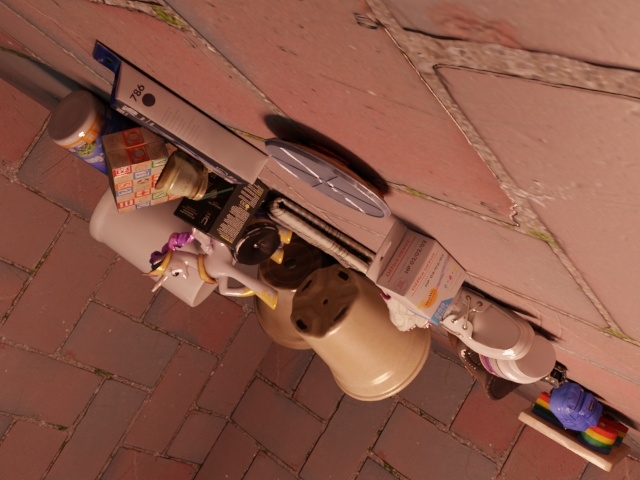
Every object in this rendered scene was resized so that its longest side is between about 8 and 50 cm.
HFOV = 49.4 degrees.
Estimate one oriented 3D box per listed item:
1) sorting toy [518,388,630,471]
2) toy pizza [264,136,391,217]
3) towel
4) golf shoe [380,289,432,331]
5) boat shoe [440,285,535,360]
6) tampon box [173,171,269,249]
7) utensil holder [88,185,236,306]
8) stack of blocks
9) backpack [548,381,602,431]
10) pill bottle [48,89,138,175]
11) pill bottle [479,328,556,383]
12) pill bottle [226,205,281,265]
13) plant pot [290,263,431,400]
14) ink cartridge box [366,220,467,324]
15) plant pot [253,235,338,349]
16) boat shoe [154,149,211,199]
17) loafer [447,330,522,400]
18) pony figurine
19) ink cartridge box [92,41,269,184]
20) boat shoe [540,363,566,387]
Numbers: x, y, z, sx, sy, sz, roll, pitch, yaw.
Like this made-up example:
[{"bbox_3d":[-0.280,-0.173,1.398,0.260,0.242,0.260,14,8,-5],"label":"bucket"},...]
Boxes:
[{"bbox_3d":[0.709,0.497,1.897,0.255,0.089,0.257,28,-169,32],"label":"sorting toy"},{"bbox_3d":[0.014,-0.093,0.965,0.201,0.032,0.201,30,175,3],"label":"toy pizza"},{"bbox_3d":[0.000,0.000,1.678,0.324,0.056,0.312,31,174,-11],"label":"towel"},{"bbox_3d":[0.200,0.133,1.626,0.140,0.115,0.306,39,166,1],"label":"golf shoe"},{"bbox_3d":[0.268,0.137,1.299,0.096,0.098,0.277,35,174,-39],"label":"boat shoe"},{"bbox_3d":[-0.214,-0.085,1.517,0.120,0.161,0.101,27,173,34],"label":"tampon box"},{"bbox_3d":[-0.449,-0.029,2.139,0.385,0.327,0.327,36,174,3],"label":"utensil holder"},{"bbox_3d":[-0.419,-0.171,1.669,0.297,0.171,0.087,127,123,-69],"label":"stack of blocks"},{"bbox_3d":[0.642,0.410,1.751,0.120,0.098,0.101,43,148,-24],"label":"backpack"},{"bbox_3d":[-0.540,-0.251,1.776,0.152,0.152,0.272,26,173,37],"label":"pill bottle"},{"bbox_3d":[0.388,0.223,1.368,0.108,0.108,0.193,31,173,0],"label":"pill bottle"},{"bbox_3d":[-0.192,-0.054,1.633,0.219,0.123,0.123,53,-171,37],"label":"pill bottle"},{"bbox_3d":[0.088,0.229,1.926,0.334,0.333,0.305,24,166,48],"label":"plant pot"},{"bbox_3d":[0.157,0.054,1.119,0.062,0.104,0.181,25,172,40],"label":"ink cartridge box"},{"bbox_3d":[-0.071,0.134,2.138,0.323,0.323,0.280,28,157,25],"label":"plant pot"},{"bbox_3d":[-0.260,-0.134,1.388,0.089,0.104,0.285,27,-164,-9],"label":"boat shoe"},{"bbox_3d":[0.410,0.272,1.708,0.366,0.134,0.130,51,-176,-46],"label":"loafer"},{"bbox_3d":[-0.270,-0.005,1.866,0.364,0.351,0.303,12,-179,-9],"label":"pony figurine"},{"bbox_3d":[-0.258,-0.208,1.203,0.333,0.065,0.165,34,174,-19],"label":"ink cartridge box"},{"bbox_3d":[0.501,0.285,1.572,0.083,0.065,0.183,25,178,35],"label":"boat shoe"}]
